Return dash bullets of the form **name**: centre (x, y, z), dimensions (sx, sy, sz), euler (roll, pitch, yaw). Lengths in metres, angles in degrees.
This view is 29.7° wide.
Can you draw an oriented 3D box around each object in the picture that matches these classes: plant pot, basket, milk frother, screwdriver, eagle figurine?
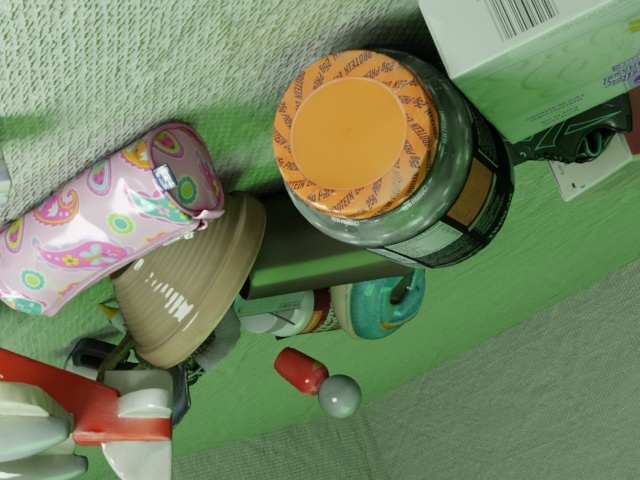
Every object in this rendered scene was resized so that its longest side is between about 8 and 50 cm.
- **plant pot**: centre (-0.177, 0.027, 1.452), dimensions (0.109, 0.237, 0.237), euler (33, 139, -21)
- **basket**: centre (-0.007, -0.005, 1.615), dimensions (0.226, 0.154, 0.204), euler (-12, 180, -16)
- **milk frother**: centre (-0.346, 0.203, 2.031), dimensions (0.134, 0.129, 0.143), euler (11, -156, 11)
- **screwdriver**: centre (-0.116, 0.095, 1.871), dimensions (0.169, 0.024, 0.025), euler (28, 157, -10)
- **eagle figurine**: centre (-0.238, 0.158, 1.821), dimensions (0.226, 0.225, 0.298), euler (-27, 155, -9)

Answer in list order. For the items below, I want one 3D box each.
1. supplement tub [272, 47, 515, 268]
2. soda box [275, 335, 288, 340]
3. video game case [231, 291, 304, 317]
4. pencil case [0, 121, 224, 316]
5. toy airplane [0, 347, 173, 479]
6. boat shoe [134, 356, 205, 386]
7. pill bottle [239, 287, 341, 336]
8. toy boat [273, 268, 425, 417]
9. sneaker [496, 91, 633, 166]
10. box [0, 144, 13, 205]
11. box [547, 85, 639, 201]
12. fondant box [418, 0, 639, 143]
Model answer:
- **supplement tub**: centre (0.084, -0.085, 1.312), dimensions (0.207, 0.207, 0.338), euler (-25, 165, 15)
- **soda box**: centre (-0.012, 0.142, 2.338), dimensions (0.168, 0.053, 0.060), euler (-15, 164, -24)
- **video game case**: centre (-0.069, 0.046, 1.807), dimensions (0.119, 0.015, 0.166), euler (-7, 134, -26)
- **pencil case**: centre (-0.232, -0.017, 1.299), dimensions (0.284, 0.124, 0.124), euler (-27, 165, 28)
- **toy airplane**: centre (-0.359, 0.234, 1.438), dimensions (0.384, 0.273, 0.386), euler (3, 154, 40)
- **boat shoe**: centre (-0.246, 0.210, 2.161), dimensions (0.108, 0.102, 0.301), euler (-10, 163, -36)
- **pill bottle**: centre (-0.037, 0.096, 1.994), dimensions (0.121, 0.121, 0.221), euler (-30, 163, 34)
- **toy boat**: centre (0.071, 0.123, 1.896), dimensions (0.318, 0.148, 0.267), euler (-53, 156, -15)
- **sneaker**: centre (0.315, -0.143, 1.637), dimensions (0.101, 0.106, 0.267), euler (-12, 165, -36)
- **box**: centre (-0.436, -0.034, 1.055), dimensions (0.323, 0.067, 0.063), euler (-14, 164, -22)
- **box**: centre (0.451, -0.155, 1.737), dimensions (0.232, 0.127, 0.148), euler (-11, 163, -35)
- **fondant box**: centre (0.265, -0.223, 1.285), dimensions (0.238, 0.096, 0.330), euler (-25, 167, 15)
